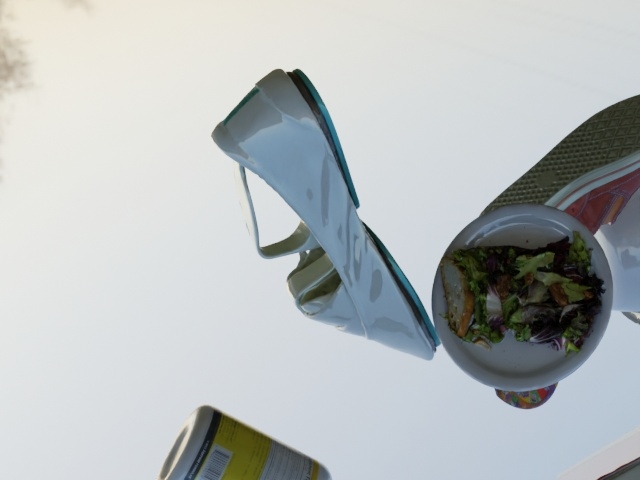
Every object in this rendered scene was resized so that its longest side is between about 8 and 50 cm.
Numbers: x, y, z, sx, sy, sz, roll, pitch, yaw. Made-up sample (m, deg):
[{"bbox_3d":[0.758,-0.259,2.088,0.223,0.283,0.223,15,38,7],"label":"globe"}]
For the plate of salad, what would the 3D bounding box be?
[{"bbox_3d":[0.203,0.056,1.358,0.199,0.200,0.048,-1,167,28],"label":"plate of salad"}]

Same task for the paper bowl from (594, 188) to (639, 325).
[{"bbox_3d":[0.443,-0.011,1.892,0.148,0.284,0.284,-19,-161,-12],"label":"paper bowl"}]

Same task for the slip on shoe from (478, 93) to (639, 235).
[{"bbox_3d":[0.348,-0.074,1.646,0.331,0.101,0.123,-39,-148,14],"label":"slip on shoe"}]

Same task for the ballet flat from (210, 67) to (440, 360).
[{"bbox_3d":[0.000,0.000,1.380,0.139,0.400,0.139,-18,-143,14],"label":"ballet flat"}]

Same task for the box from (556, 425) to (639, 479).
[{"bbox_3d":[0.347,0.310,1.447,0.127,0.149,0.232,-32,173,10],"label":"box"}]

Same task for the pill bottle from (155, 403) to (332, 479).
[{"bbox_3d":[-0.054,0.236,1.214,0.184,0.103,0.103,29,-165,-9],"label":"pill bottle"}]

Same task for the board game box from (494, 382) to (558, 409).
[{"bbox_3d":[0.258,0.125,1.634,0.133,0.169,0.033,-9,171,-42],"label":"board game box"}]
